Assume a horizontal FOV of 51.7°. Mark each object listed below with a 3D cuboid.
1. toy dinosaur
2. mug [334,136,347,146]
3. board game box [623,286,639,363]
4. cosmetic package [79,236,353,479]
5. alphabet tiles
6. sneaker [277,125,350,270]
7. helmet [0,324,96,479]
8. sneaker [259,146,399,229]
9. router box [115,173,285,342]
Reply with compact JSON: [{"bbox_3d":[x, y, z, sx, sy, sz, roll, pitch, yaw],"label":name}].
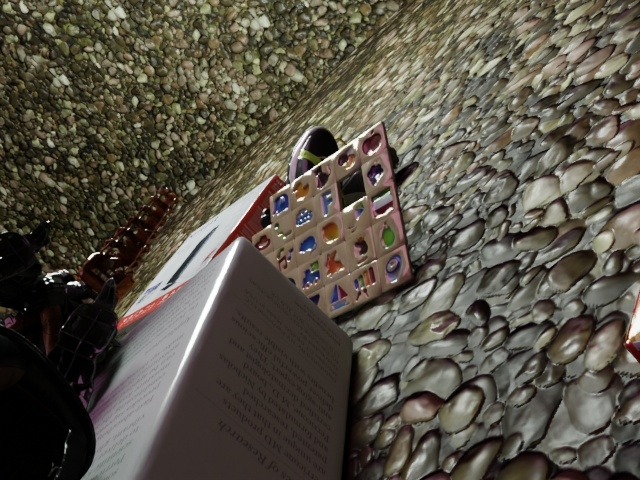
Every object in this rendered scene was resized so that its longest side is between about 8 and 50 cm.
[{"bbox_3d":[-0.260,0.075,0.622,0.218,0.164,0.322,128,159,-74],"label":"toy dinosaur"},{"bbox_3d":[0.012,-0.149,1.213,0.062,0.064,0.078,-29,22,46],"label":"mug"},{"bbox_3d":[0.247,-0.020,0.329,0.146,0.045,0.193,-25,26,52],"label":"board game box"},{"bbox_3d":[-0.119,0.209,0.463,0.230,0.161,0.453,-39,16,22],"label":"cosmetic package"},{"bbox_3d":[0.000,0.000,0.768,0.237,0.009,0.198,-30,54,37],"label":"alphabet tiles"},{"bbox_3d":[0.013,-0.041,0.844,0.097,0.084,0.235,-12,66,44],"label":"sneaker"},{"bbox_3d":[-0.211,0.132,0.328,0.161,0.169,0.169,-27,17,1],"label":"helmet"},{"bbox_3d":[0.004,-0.069,0.954,0.234,0.106,0.078,-40,17,16],"label":"sneaker"},{"bbox_3d":[-0.214,0.056,1.236,0.335,0.082,0.301,-28,23,46],"label":"router box"}]
